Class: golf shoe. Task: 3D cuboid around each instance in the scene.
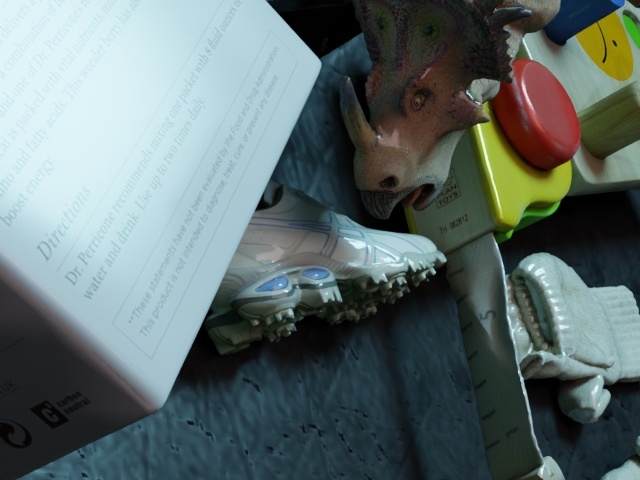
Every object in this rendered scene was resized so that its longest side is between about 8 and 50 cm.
[{"bbox_3d":[0.000,0.000,0.671,0.176,0.069,0.086,-5,65,-55],"label":"golf shoe"}]

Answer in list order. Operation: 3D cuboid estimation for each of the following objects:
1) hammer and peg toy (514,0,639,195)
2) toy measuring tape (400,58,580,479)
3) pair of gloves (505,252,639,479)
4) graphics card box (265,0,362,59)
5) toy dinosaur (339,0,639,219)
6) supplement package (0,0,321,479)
[{"bbox_3d":[0.173,-0.204,0.984,0.266,0.127,0.361,-9,73,-52],"label":"hammer and peg toy"},{"bbox_3d":[0.111,-0.002,0.774,0.121,0.121,0.330,15,55,-47],"label":"toy measuring tape"},{"bbox_3d":[0.191,0.120,0.852,0.204,0.042,0.240,15,54,-47],"label":"pair of gloves"},{"bbox_3d":[-0.113,-0.262,0.683,0.233,0.094,0.370,-23,84,-56],"label":"graphics card box"},{"bbox_3d":[0.061,-0.169,0.665,0.200,0.127,0.295,0,63,-46],"label":"toy dinosaur"},{"bbox_3d":[-0.174,-0.074,0.396,0.293,0.175,0.177,47,38,-21],"label":"supplement package"}]
